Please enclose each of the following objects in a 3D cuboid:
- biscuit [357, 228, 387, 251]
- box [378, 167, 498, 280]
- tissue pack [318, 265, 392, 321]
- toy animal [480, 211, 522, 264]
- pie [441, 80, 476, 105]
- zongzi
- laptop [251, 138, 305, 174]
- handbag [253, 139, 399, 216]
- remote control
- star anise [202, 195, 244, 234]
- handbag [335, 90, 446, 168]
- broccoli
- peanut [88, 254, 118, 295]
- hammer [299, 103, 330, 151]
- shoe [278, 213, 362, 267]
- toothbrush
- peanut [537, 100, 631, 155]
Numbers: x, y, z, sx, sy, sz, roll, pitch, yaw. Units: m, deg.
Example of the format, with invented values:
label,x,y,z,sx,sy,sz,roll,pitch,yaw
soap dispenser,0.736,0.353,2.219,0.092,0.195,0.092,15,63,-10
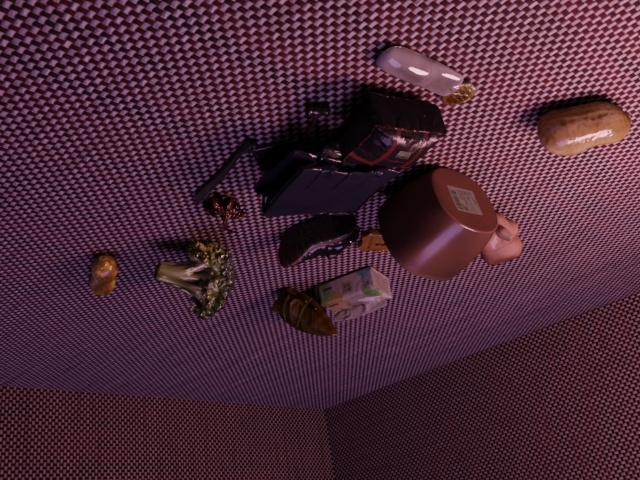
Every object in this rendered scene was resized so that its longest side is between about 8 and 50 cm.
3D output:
label,x,y,z,sx,sy,sz,roll,pitch,yaw
biscuit,0.240,-0.004,2.203,0.226,0.036,0.166,-4,152,-11
box,0.338,-0.057,1.879,0.301,0.300,0.216,9,141,-32
tissue pack,0.133,0.212,2.473,0.230,0.145,0.159,-22,150,23
toy animal,0.574,-0.004,2.175,0.167,0.153,0.250,-13,152,27
pie,0.326,-0.347,1.564,0.085,0.019,0.084,-7,154,-3
zongzi,-0.006,0.307,2.512,0.288,0.134,0.286,27,177,29
laptop,-0.095,-0.203,1.725,0.129,0.016,0.180,-13,154,8
handbag,0.020,-0.165,1.685,0.326,0.118,0.269,-6,158,-41
remote control,0.221,-0.367,1.460,0.229,0.044,0.073,14,140,-34
star anise,-0.265,-0.071,1.880,0.098,0.070,0.190,-16,155,9
handbag,0.160,-0.250,1.554,0.216,0.155,0.169,3,156,-29
broccoli,-0.383,0.116,2.024,0.244,0.246,0.263,9,171,-20
peanut,-0.686,0.112,2.089,0.087,0.087,0.206,2,150,-20
hammer,-0.046,-0.234,1.641,0.058,0.029,0.292,-4,150,-23
shoe,0.000,0.000,2.063,0.291,0.114,0.137,-25,155,22
toothbrush,-0.251,-0.175,1.718,0.031,0.030,0.297,1,153,-41
peanut,0.674,-0.287,1.686,0.253,0.122,0.137,-14,163,0
